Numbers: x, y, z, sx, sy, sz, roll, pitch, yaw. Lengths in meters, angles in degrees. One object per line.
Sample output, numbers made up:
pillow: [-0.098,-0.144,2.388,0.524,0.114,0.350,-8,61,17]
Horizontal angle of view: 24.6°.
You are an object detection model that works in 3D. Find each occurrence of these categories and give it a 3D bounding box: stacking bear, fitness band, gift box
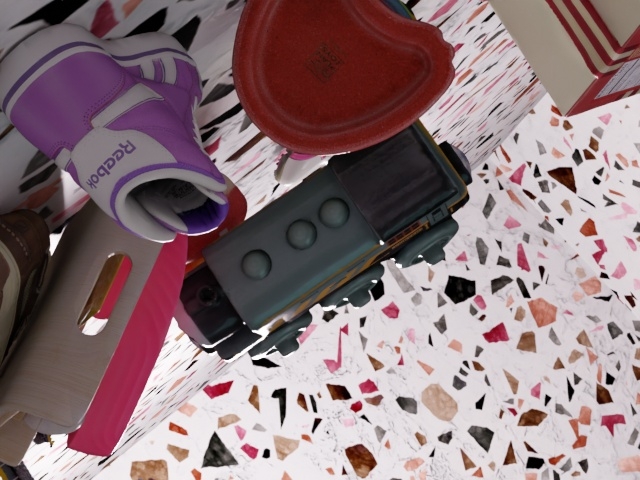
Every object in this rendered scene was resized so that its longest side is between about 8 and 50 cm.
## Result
stacking bear: [0.024,-0.167,1.320,0.164,0.175,0.289,-45,180,12]
fitness band: [-0.186,0.079,1.424,0.209,0.054,0.290,-95,-155,-52]
gift box: [0.345,-0.322,1.662,0.276,0.258,0.255,-19,159,-34]

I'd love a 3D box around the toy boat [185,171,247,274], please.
toy boat: [-0.140,0.030,1.612,0.151,0.151,0.231,-39,173,-30]

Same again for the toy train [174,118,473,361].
toy train: [0.000,0.000,1.435,0.334,0.142,0.190,-32,167,2]

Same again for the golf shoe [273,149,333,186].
golf shoe: [0.022,-0.125,1.858,0.186,0.086,0.067,-42,175,9]

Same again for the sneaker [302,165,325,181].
sneaker: [0.031,-0.117,2.036,0.121,0.079,0.217,-41,166,22]

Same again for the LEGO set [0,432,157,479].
LEGO set: [-0.289,0.288,1.573,0.192,0.331,0.255,-36,166,12]

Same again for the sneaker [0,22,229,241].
sneaker: [-0.122,-0.065,1.064,0.102,0.161,0.282,-45,174,15]

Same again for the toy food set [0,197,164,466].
toy food set: [-0.208,0.079,1.276,0.306,0.092,0.219,-33,-148,65]

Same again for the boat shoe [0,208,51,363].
boat shoe: [-0.287,0.064,1.250,0.095,0.095,0.257,-44,176,-43]
